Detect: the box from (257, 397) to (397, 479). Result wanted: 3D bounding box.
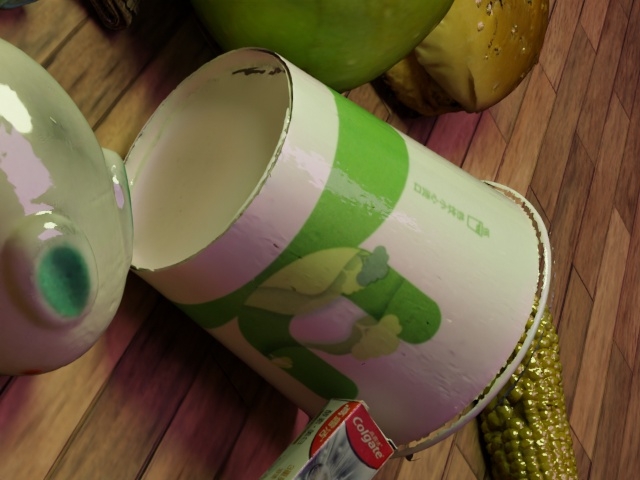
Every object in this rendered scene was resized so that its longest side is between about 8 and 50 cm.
[{"bbox_3d":[-0.035,0.201,1.041,0.218,0.039,0.055,-47,116,-28],"label":"box"}]

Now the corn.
[{"bbox_3d":[0.211,0.196,1.525,0.097,0.097,0.319,19,59,-56],"label":"corn"}]

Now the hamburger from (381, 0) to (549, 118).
[{"bbox_3d":[0.140,-0.284,1.639,0.304,0.174,0.284,-40,120,-53],"label":"hamburger"}]

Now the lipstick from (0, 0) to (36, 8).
[{"bbox_3d":[-0.250,-0.302,1.059,0.068,0.061,0.274,-26,95,-54],"label":"lipstick"}]

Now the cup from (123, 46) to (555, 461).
[{"bbox_3d":[0.000,0.000,1.140,0.274,0.253,0.253,37,42,-35],"label":"cup"}]

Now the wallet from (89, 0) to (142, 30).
[{"bbox_3d":[-0.165,-0.283,1.221,0.124,0.042,0.230,56,33,-36],"label":"wallet"}]

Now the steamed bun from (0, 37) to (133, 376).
[{"bbox_3d":[-0.195,-0.028,0.911,0.228,0.131,0.177,61,27,-12],"label":"steamed bun"}]

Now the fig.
[{"bbox_3d":[0.000,-0.248,1.252,0.326,0.258,0.258,92,-4,-62],"label":"fig"}]
